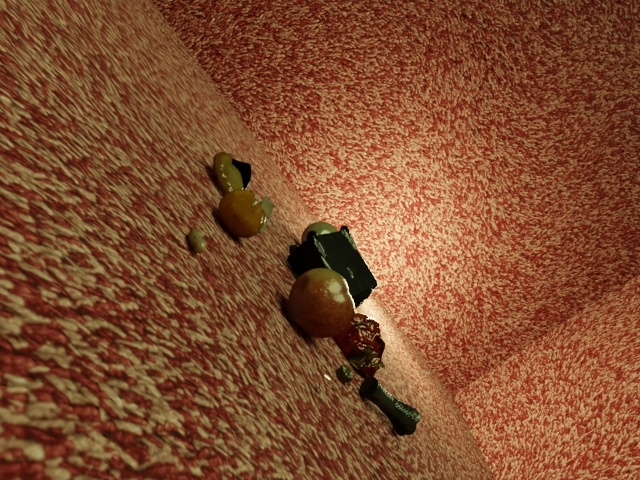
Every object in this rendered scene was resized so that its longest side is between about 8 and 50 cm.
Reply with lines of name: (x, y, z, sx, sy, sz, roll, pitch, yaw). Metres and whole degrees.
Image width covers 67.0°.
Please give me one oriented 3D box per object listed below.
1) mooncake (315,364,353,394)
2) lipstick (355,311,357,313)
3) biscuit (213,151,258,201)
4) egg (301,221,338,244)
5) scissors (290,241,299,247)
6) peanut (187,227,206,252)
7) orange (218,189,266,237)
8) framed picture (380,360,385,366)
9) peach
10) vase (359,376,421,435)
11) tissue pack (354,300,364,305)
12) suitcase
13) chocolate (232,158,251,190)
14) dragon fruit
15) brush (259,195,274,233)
mooncake: (0.037, 0.392, 1.370, 0.150, 0.057, 0.347, 41, 1, 0)
lipstick: (0.097, 0.290, 2.104, 0.304, 0.076, 0.076, 54, 7, 2)
biscuit: (-0.301, -0.185, 1.723, 0.299, 0.045, 0.154, 58, 25, 1)
egg: (0.000, 0.000, 2.383, 0.189, 0.188, 0.253, 56, 18, 19)
scissors: (-0.093, 0.077, 2.080, 0.160, 0.024, 0.317, 54, 9, 3)
peanut: (-0.290, -0.001, 1.131, 0.037, 0.037, 0.083, 46, 13, -47)
orange: (-0.237, -0.085, 1.487, 0.155, 0.134, 0.155, 52, 15, -20)
framed picture: (0.275, 0.558, 2.253, 0.066, 0.006, 0.089, 57, 7, 24)
peach: (-0.012, 0.196, 1.488, 0.232, 0.232, 0.232, 53, 7, -10)
vase: (0.230, 0.556, 1.637, 0.237, 0.115, 0.115, 45, 10, -27)
tissue pack: (0.104, 0.236, 2.212, 0.169, 0.120, 0.082, 50, 10, -22)
suitcase: (0.062, 0.123, 1.960, 0.339, 0.188, 0.345, 57, 25, 12)
chocolate: (-0.320, -0.251, 1.834, 0.149, 0.125, 0.080, 50, -9, 0)
dragon fruit: (0.180, 0.399, 1.827, 0.317, 0.152, 0.205, 47, 11, -44)
brush: (-0.237, -0.100, 1.925, 0.060, 0.050, 0.321, 54, 14, -17)
